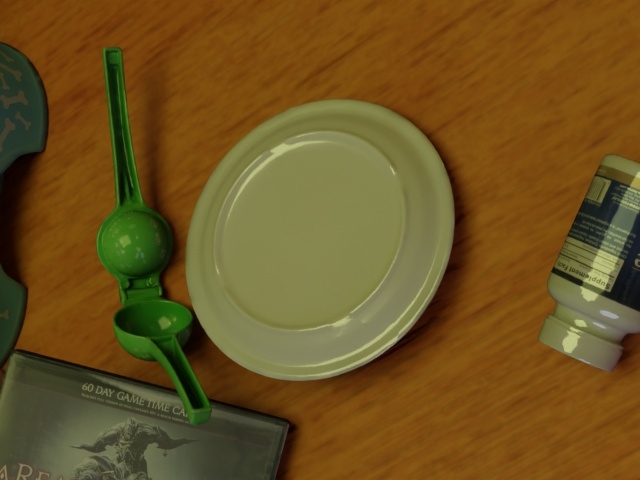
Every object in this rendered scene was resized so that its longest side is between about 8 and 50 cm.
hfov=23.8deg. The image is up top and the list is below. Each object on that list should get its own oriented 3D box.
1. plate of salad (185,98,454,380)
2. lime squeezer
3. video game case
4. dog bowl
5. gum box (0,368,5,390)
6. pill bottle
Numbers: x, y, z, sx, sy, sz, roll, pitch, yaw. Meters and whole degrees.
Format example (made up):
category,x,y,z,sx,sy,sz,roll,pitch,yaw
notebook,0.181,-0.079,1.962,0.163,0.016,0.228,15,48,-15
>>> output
category,x,y,z,sx,sy,sz,roll,pitch,yaw
plate of salad,0.000,0.000,1.025,0.200,0.048,0.199,-9,68,23
lime squeezer,-0.129,0.013,1.067,0.059,0.110,0.310,-15,58,-3
video game case,-0.149,0.230,1.026,0.196,0.026,0.274,15,89,0
dog bowl,-0.310,-0.023,1.196,0.166,0.074,0.297,1,82,31
gum box,-0.236,0.183,1.119,0.188,0.062,0.107,40,101,30
pill bottle,0.176,0.014,0.905,0.067,0.067,0.120,26,94,31
